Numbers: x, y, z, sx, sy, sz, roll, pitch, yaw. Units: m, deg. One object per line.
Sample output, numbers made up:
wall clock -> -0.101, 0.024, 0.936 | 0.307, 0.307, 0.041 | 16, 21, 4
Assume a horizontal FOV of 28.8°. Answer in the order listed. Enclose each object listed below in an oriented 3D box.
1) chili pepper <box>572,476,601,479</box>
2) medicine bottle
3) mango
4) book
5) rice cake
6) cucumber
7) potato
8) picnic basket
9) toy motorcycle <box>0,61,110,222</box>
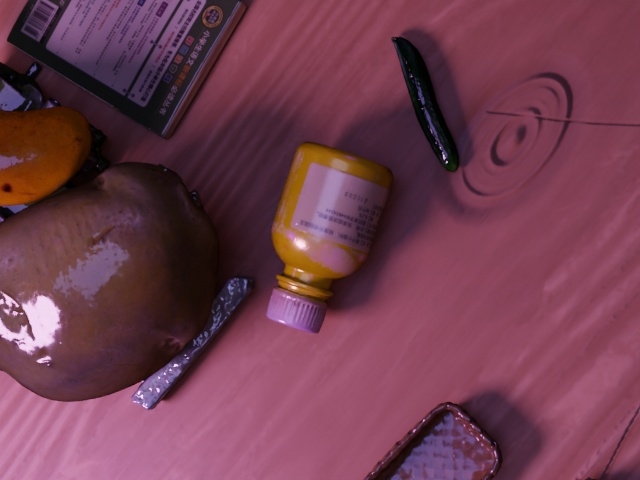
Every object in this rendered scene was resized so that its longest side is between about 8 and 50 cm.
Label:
chili pepper -> 0.311, 0.390, 1.388 | 0.099, 0.083, 0.253 | 1, 90, 15
medicine bottle -> 0.000, 0.000, 1.473 | 0.122, 0.122, 0.212 | 18, 90, 14
mango -> -0.359, -0.099, 1.477 | 0.178, 0.090, 0.115 | -4, 84, -4
book -> -0.254, -0.280, 1.607 | 0.264, 0.027, 0.202 | 31, 92, 15
rice cake -> -0.156, 0.123, 1.539 | 0.034, 0.043, 0.211 | 40, 95, 3
cucumber -> 0.126, -0.167, 1.503 | 0.033, 0.036, 0.184 | -22, 82, 18
potato -> -0.268, 0.059, 1.470 | 0.326, 0.221, 0.243 | -24, 84, 9
picnic basket -> 0.121, 0.283, 1.453 | 0.193, 0.055, 0.110 | -46, 76, 6
toy motorcycle -> -0.395, -0.113, 1.583 | 0.275, 0.127, 0.205 | 39, 95, 7
